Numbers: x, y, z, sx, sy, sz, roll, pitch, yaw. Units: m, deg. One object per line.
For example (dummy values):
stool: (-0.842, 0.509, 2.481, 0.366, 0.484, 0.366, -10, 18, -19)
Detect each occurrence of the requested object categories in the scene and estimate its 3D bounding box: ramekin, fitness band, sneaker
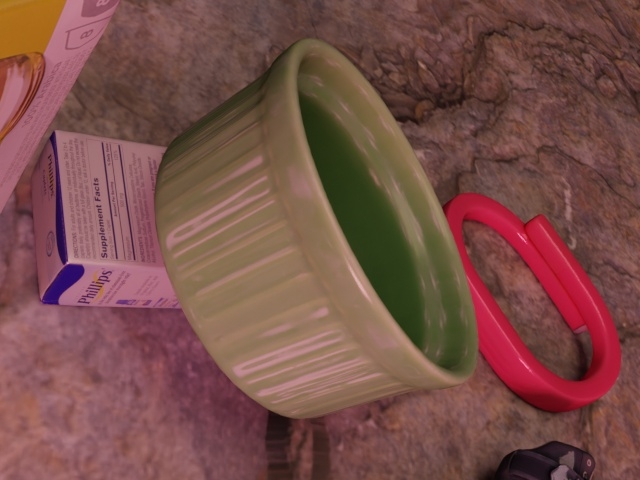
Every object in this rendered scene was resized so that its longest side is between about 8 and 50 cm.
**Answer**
ramekin: (0.000, 0.000, 0.664, 0.303, 0.148, 0.303, 49, 26, -35)
fitness band: (0.244, 0.066, 0.949, 0.209, 0.054, 0.290, -21, 73, -42)
sneaker: (0.252, 0.298, 0.756, 0.226, 0.086, 0.163, 44, 46, -2)

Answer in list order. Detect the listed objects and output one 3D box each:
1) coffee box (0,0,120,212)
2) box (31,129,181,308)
coffee box: (-0.374, -0.103, 0.375, 0.338, 0.338, 0.334, 49, 43, 0)
box: (-0.165, -0.014, 0.668, 0.137, 0.072, 0.126, 6, 57, -36)
